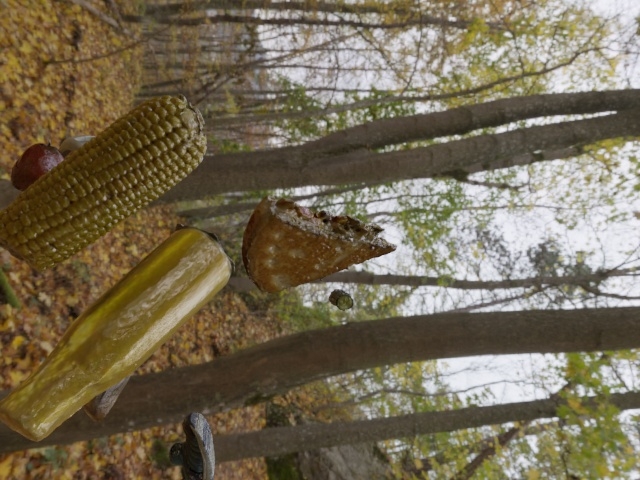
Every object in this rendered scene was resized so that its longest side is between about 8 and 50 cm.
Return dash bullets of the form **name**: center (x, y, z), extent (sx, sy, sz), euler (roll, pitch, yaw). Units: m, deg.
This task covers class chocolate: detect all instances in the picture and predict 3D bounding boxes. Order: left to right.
- **chocolate**: center (-0.352, 0.146, 0.807), extent (0.445, 0.162, 0.162), euler (-49, 155, -43)

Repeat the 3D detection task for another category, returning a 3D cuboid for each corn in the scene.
- **corn**: center (-0.350, -0.095, 0.741), extent (0.144, 0.387, 0.144), euler (45, -11, 11)

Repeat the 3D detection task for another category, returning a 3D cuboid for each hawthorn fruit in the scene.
- **hawthorn fruit**: center (-0.759, -0.197, 1.236), extent (0.148, 0.147, 0.172), euler (119, -29, -73)

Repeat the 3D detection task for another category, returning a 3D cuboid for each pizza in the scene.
- **pizza**: center (0.000, 0.000, 0.567), extent (0.188, 0.198, 0.062), euler (109, -25, -56)

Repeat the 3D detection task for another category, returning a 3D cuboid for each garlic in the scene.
- **garlic**: center (-0.642, 0.431, 1.333), extent (0.196, 0.086, 0.101), euler (-64, 148, -24)

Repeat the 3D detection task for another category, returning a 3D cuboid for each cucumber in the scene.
- **cucumber**: center (0.059, 0.175, 1.343), extent (0.187, 0.058, 0.058), euler (145, -57, -83)

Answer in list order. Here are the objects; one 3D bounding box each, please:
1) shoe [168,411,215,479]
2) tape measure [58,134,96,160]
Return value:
- **shoe**: center (-0.313, 0.516, 1.088), extent (0.091, 0.105, 0.208), euler (-122, -148, -69)
- **tape measure**: center (-0.756, -0.210, 1.484), extent (0.258, 0.130, 0.266), euler (-19, -87, 39)
